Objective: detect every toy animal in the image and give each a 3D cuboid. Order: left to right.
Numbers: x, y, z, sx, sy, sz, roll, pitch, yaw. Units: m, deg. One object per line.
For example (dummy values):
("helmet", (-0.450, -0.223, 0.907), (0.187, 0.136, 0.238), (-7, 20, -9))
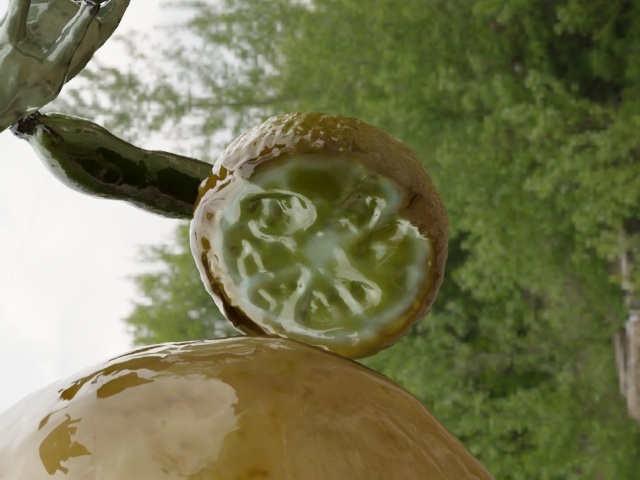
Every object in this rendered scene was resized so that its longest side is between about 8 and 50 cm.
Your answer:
("toy animal", (-0.192, -0.127, 0.725), (0.176, 0.073, 0.217), (-44, 9, 33))

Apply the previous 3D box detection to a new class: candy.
("candy", (0.000, 0.000, 1.069), (0.118, 0.260, 0.259), (-64, -28, -56))

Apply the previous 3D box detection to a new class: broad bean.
("broad bean", (-0.185, -0.066, 1.113), (0.339, 0.077, 0.061), (18, -153, -41))

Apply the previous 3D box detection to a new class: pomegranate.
("pomegranate", (-0.050, 0.218, 0.496), (0.342, 0.343, 0.342), (0, -90, -80))
